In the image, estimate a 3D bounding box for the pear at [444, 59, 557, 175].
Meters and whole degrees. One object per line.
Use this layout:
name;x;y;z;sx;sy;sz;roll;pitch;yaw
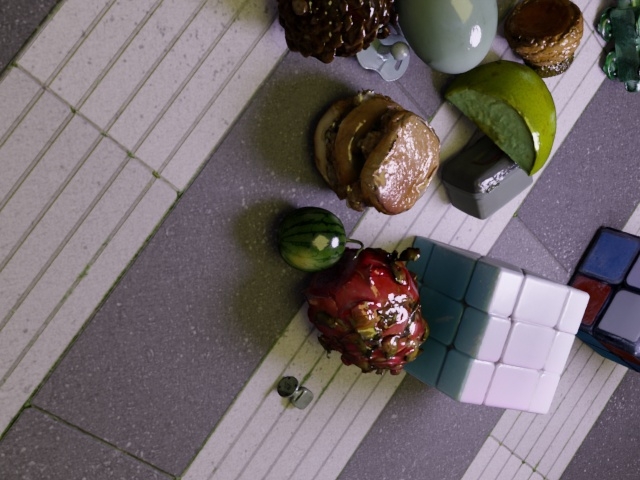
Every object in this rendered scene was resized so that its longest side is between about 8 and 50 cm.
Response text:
pear;0.470;-0.330;1.889;0.288;0.139;0.239;44;52;5

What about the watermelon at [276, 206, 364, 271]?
watermelon;0.000;0.000;1.739;0.187;0.140;0.141;6;101;-19

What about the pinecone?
pinecone;0.030;-0.465;1.587;0.272;0.224;0.224;-33;122;-47

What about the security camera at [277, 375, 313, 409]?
security camera;-0.055;0.355;1.877;0.058;0.058;0.092;-48;136;-12

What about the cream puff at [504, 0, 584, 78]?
cream puff;0.539;-0.472;1.956;0.183;0.183;0.169;-46;143;-14

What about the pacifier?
pacifier;0.150;-0.410;1.734;0.150;0.116;0.127;30;82;-34

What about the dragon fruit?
dragon fruit;0.119;0.159;1.805;0.291;0.250;0.269;47;71;-22

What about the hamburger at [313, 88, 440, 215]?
hamburger;0.125;-0.194;1.725;0.245;0.211;0.261;-32;125;-30

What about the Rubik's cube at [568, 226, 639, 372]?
Rubik's cube;0.907;0.192;2.283;0.318;0.316;0.313;35;85;-34

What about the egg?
egg;0.256;-0.478;1.664;0.203;0.203;0.283;-30;116;-23

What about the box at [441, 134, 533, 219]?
box;0.407;-0.159;1.960;0.210;0.148;0.129;-35;130;-20

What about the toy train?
toy train;0.842;-0.528;2.131;0.202;0.145;0.266;-29;118;-26

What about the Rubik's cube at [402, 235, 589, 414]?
Rubik's cube;0.382;0.199;1.943;0.318;0.322;0.316;14;97;-34
